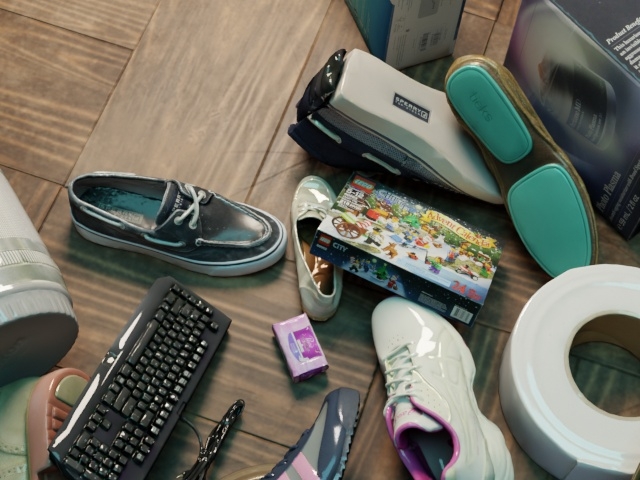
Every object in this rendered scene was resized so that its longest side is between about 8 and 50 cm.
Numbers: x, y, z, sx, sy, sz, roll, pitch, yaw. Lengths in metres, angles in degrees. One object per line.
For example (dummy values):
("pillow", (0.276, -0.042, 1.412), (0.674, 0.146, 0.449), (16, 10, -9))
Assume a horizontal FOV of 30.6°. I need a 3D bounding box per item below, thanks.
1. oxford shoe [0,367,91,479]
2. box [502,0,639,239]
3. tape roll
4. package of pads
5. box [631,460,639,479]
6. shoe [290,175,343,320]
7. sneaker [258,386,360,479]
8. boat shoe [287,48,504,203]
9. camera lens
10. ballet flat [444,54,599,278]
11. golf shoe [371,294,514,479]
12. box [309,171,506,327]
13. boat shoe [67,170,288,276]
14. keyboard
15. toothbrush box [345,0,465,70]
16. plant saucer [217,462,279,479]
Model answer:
("oxford shoe", (-0.345, 0.354, 1.377), (0.146, 0.140, 0.397), (-10, 64, 27))
("box", (0.408, -0.208, 1.589), (0.182, 0.296, 0.294), (-34, 68, -18))
("tape roll", (0.374, 0.177, 1.497), (0.286, 0.100, 0.286), (1, 63, -3))
("package of pads", (-0.027, 0.140, 1.534), (0.050, 0.032, 0.083), (-20, 65, -11))
("box", (0.431, 0.317, 1.382), (0.201, 0.021, 0.164), (37, 75, -32))
("shoe", (0.000, 0.000, 1.591), (0.076, 0.058, 0.219), (-2, 61, -5))
("sneaker", (-0.051, 0.299, 1.362), (0.131, 0.112, 0.319), (21, 62, 5))
("boat shoe", (0.116, -0.137, 1.646), (0.340, 0.158, 0.127), (31, 57, -19))
("camera lens", (-0.450, 0.042, 1.458), (0.219, 0.219, 0.274), (-28, 68, -16))
("ballet flat", (0.285, -0.107, 1.596), (0.342, 0.116, 0.124), (56, 30, -3))
("golf shoe", (0.128, 0.189, 1.440), (0.115, 0.140, 0.306), (-42, 56, 25))
("box", (0.119, 0.008, 1.556), (0.233, 0.044, 0.159), (25, 37, 5))
("boat shoe", (-0.192, -0.034, 1.575), (0.301, 0.102, 0.108), (13, 63, 4))
("keyboard", (-0.184, 0.202, 1.437), (0.201, 0.033, 0.317), (40, 46, -14))
("toothbrush box", (0.099, -0.434, 1.734), (0.126, 0.216, 0.296), (-19, 64, -13))
("plant saucer", (-0.051, 0.397, 1.397), (0.277, 0.041, 0.278), (1, 62, -2))
